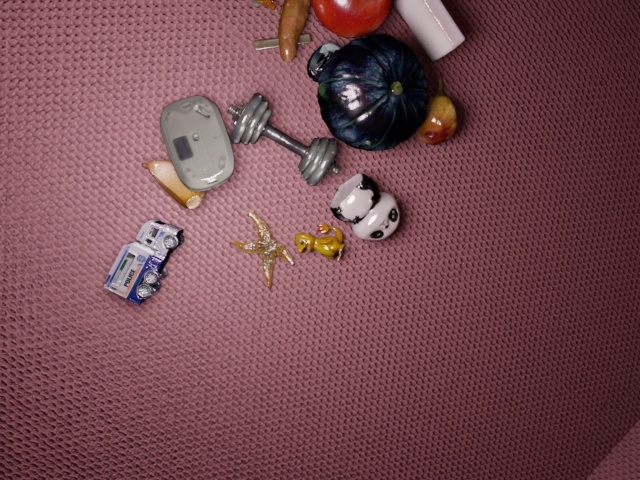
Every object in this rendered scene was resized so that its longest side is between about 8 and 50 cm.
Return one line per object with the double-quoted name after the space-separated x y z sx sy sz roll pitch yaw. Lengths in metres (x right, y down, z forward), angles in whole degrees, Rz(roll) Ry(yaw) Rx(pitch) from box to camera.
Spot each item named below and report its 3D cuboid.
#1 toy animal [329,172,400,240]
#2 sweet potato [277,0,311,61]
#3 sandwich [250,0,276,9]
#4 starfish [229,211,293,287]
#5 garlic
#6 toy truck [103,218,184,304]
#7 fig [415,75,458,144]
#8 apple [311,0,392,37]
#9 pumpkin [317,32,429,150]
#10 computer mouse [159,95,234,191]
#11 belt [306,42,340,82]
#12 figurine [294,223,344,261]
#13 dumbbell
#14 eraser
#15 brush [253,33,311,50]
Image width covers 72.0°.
0.165 -0.103 1.517 0.235 0.165 0.187 40 100 -13 "toy animal"
-0.080 -0.751 1.427 0.095 0.106 0.354 12 95 -31 "sweet potato"
-0.204 -0.814 1.359 0.109 0.185 0.159 -11 95 -2 "sandwich"
-0.208 0.026 1.522 0.138 0.050 0.247 -40 95 -4 "starfish"
-0.459 -0.183 1.417 0.207 0.115 0.128 35 55 -3 "garlic"
-0.560 0.055 1.415 0.156 0.124 0.267 27 92 -8 "toy truck"
0.409 -0.469 1.554 0.159 0.159 0.256 14 74 -12 "fig"
0.104 -0.781 1.403 0.261 0.216 0.260 -1 93 -17 "apple"
0.167 -0.470 1.414 0.364 0.266 0.362 -3 98 -22 "pumpkin"
-0.385 -0.307 1.386 0.198 0.095 0.330 -20 76 -1 "computer mouse"
0.016 -0.599 1.488 0.105 0.058 0.140 37 88 -16 "belt"
-0.001 -0.004 1.545 0.176 0.121 0.122 8 66 -3 "figurine"
-0.114 -0.325 1.433 0.407 0.179 0.179 28 90 -12 "dumbbell"
0.356 -0.748 1.479 0.095 0.174 0.270 -39 102 -3 "eraser"
-0.127 -0.661 1.472 0.191 0.027 0.034 -9 94 -3 "brush"
